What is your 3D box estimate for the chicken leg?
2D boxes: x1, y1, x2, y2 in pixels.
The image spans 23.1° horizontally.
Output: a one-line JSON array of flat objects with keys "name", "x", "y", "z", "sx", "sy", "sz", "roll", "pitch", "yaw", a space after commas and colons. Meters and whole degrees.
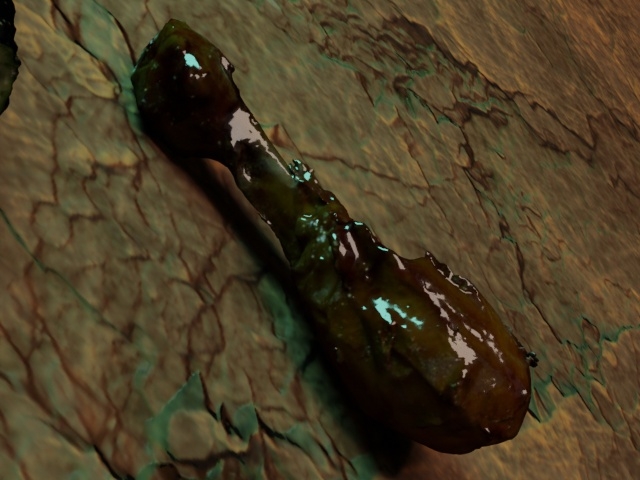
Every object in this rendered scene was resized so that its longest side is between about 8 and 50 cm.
[{"name": "chicken leg", "x": 0.000, "y": 0.000, "z": 0.874, "sx": 0.304, "sy": 0.093, "sz": 0.113, "roll": 47, "pitch": 5, "yaw": 7}]

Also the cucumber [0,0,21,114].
[{"name": "cucumber", "x": -0.183, "y": -0.164, "z": 0.766, "sx": 0.072, "sy": 0.072, "sz": 0.300, "roll": 35, "pitch": 29, "yaw": -36}]
